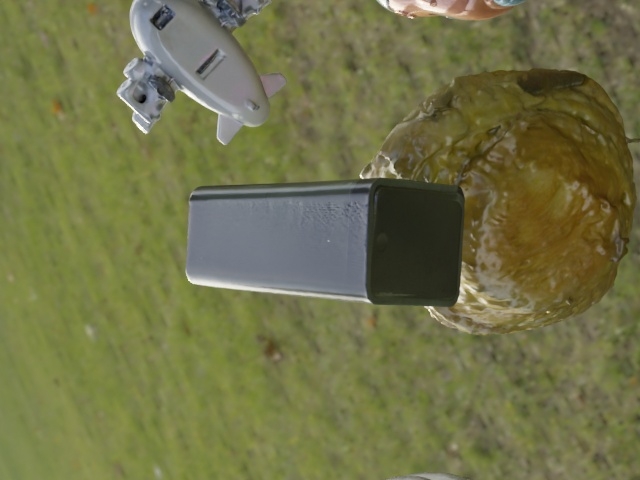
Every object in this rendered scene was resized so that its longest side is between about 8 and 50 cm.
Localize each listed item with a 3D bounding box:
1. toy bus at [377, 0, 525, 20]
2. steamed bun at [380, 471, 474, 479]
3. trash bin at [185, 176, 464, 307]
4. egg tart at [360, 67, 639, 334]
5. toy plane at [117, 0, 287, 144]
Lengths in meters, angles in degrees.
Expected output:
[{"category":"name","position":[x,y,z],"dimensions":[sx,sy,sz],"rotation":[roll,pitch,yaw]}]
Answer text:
[{"category":"toy bus","position":[0.197,-0.415,1.889],"dimensions":[0.232,0.194,0.288],"rotation":[31,123,34]},{"category":"steamed bun","position":[0.043,0.209,0.776],"dimensions":[0.106,0.183,0.183],"rotation":[-148,37,-75]},{"category":"trash bin","position":[0.000,0.000,1.454],"dimensions":[0.240,0.164,0.122],"rotation":[2,89,37]},{"category":"egg tart","position":[0.242,-0.039,1.645],"dimensions":[0.153,0.339,0.351],"rotation":[37,151,59]},{"category":"toy plane","position":[-0.156,-0.240,1.916],"dimensions":[0.118,0.252,0.252],"rotation":[42,151,60]}]
